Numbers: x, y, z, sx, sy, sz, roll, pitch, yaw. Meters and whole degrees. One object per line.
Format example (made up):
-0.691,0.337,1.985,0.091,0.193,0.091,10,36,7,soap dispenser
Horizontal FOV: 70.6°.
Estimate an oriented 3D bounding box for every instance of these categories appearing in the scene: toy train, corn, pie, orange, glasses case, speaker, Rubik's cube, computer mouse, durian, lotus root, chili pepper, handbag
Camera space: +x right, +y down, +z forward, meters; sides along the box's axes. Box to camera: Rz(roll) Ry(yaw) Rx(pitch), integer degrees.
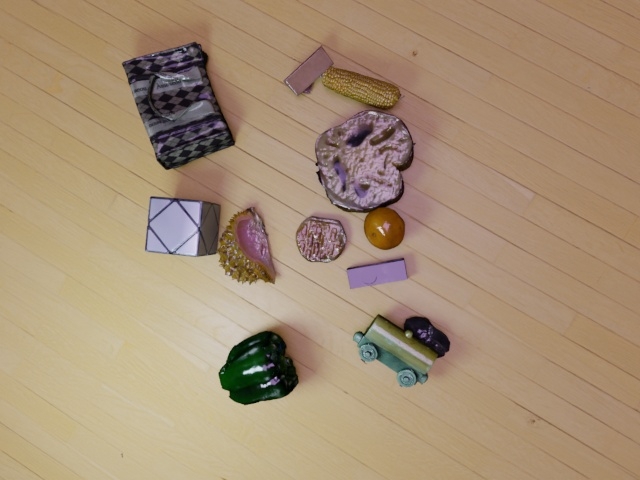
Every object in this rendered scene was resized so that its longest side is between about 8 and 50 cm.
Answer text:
0.273,0.392,1.640,0.307,0.126,0.189,32,100,6,toy train
0.156,-0.555,1.660,0.310,0.101,0.102,19,93,8,corn
0.000,0.000,1.711,0.195,0.046,0.195,0,89,6,pie
0.235,-0.046,1.634,0.136,0.159,0.159,-33,86,-36,orange
-0.039,-0.627,1.704,0.193,0.070,0.102,-42,114,3,glasses case
0.211,0.122,1.688,0.218,0.044,0.082,-10,90,7,speaker
-0.507,-0.051,1.687,0.205,0.205,0.207,7,90,6,Rubik's cube
0.391,0.355,1.663,0.192,0.062,0.106,40,95,6,computer mouse
-0.311,0.050,1.725,0.195,0.185,0.305,-16,98,29,durian
0.155,-0.291,1.662,0.374,0.111,0.391,27,96,7,lotus root
-0.227,0.476,1.655,0.256,0.233,0.249,-26,84,12,chili pepper
-0.525,-0.520,1.711,0.316,0.180,0.416,-22,83,-2,handbag
